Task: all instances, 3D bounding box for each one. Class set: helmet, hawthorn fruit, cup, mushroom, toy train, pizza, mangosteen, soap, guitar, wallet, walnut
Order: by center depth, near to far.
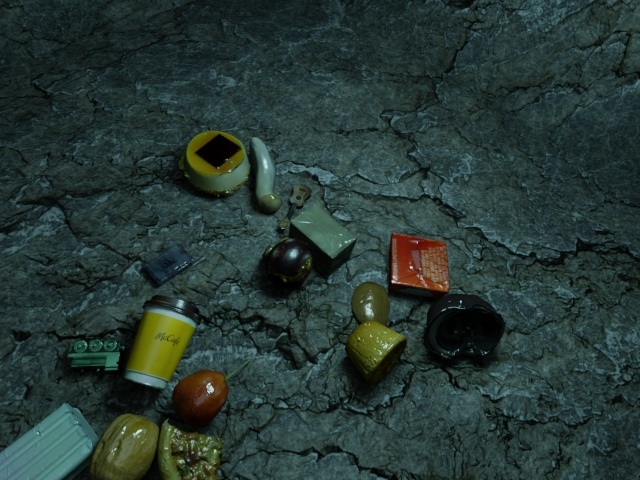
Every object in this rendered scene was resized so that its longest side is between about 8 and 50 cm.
[{"bbox_3d":[-0.776,0.620,1.139,0.172,0.095,0.289,40,60,19],"label":"soap"},{"bbox_3d":[-0.545,0.592,1.159,0.165,0.165,0.197,13,56,0],"label":"walnut"},{"bbox_3d":[-0.354,0.635,1.189,0.197,0.058,0.292,-17,75,-41],"label":"pizza"},{"bbox_3d":[-0.318,0.455,1.299,0.285,0.165,0.165,-24,63,-36],"label":"hawthorn fruit"},{"bbox_3d":[-0.717,0.372,1.331,0.170,0.071,0.111,0,64,-9],"label":"toy train"},{"bbox_3d":[-0.511,0.323,1.332,0.196,0.196,0.280,14,63,1],"label":"cup"},{"bbox_3d":[0.493,0.287,1.497,0.305,0.225,0.177,8,27,-7],"label":"helmet"},{"bbox_3d":[-0.137,0.076,1.560,0.217,0.192,0.192,21,53,31],"label":"mangosteen"},{"bbox_3d":[-0.571,0.090,1.563,0.111,0.030,0.166,39,58,22],"label":"wallet"},{"bbox_3d":[-0.115,-0.138,1.778,0.083,0.038,0.271,20,53,5],"label":"guitar"},{"bbox_3d":[-0.247,-0.272,1.782,0.122,0.159,0.329,-23,60,17],"label":"mushroom"}]

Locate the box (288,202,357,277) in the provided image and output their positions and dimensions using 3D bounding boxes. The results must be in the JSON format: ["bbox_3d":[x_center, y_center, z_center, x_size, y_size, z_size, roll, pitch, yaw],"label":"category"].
[{"bbox_3d":[0.000,0.000,1.640,0.231,0.149,0.155,42,59,18],"label":"box"}]

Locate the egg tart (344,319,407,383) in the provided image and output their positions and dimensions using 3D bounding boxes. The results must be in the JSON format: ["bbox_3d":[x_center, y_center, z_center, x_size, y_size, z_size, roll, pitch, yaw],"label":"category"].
[{"bbox_3d":[0.185,0.366,1.414,0.202,0.203,0.147,-34,54,-27],"label":"egg tart"}]

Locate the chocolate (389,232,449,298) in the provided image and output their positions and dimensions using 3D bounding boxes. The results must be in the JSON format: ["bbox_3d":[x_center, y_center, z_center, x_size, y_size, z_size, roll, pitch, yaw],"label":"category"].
[{"bbox_3d":[0.383,0.105,1.658,0.234,0.108,0.238,9,57,-4],"label":"chocolate"}]

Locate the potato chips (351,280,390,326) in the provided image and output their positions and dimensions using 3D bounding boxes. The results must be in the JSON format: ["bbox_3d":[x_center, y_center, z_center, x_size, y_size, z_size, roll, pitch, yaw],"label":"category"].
[{"bbox_3d":[0.196,0.238,1.576,0.150,0.049,0.202,15,50,-5],"label":"potato chips"}]

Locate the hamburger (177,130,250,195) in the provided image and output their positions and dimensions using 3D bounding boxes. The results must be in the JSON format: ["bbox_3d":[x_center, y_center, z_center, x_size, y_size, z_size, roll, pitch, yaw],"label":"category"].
[{"bbox_3d":[-0.445,-0.326,1.771,0.294,0.179,0.276,32,60,8],"label":"hamburger"}]
